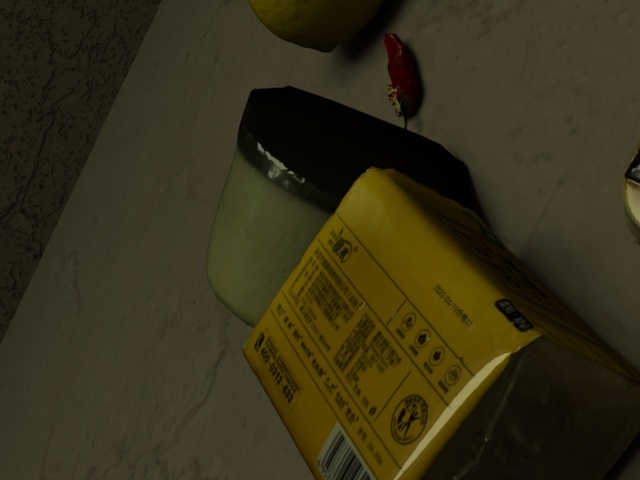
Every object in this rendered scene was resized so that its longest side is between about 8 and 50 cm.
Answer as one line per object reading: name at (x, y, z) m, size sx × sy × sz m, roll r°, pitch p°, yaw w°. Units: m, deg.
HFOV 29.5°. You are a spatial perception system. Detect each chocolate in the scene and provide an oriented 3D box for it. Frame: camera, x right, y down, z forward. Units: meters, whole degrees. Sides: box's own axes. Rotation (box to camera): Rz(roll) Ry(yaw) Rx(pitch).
chocolate at (0.000, 0.000, 1.584) m, size 0.326 × 0.314 × 0.297 m, roll -87°, pitch 21°, yaw -59°

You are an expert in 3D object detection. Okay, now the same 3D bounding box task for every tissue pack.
tissue pack at (0.116, 0.143, 1.269) m, size 0.293 × 0.228 × 0.382 m, roll -57°, pitch 34°, yaw 12°

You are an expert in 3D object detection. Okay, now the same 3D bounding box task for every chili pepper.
chili pepper at (0.125, -0.253, 1.887) m, size 0.050 × 0.059 × 0.268 m, roll -14°, pitch 39°, yaw 10°

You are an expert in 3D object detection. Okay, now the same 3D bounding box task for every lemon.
lemon at (-0.007, -0.474, 2.089) m, size 0.293 × 0.293 × 0.293 m, roll -45°, pitch 31°, yaw 36°

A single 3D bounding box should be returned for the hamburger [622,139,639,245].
hamburger at (0.374, -0.072, 1.148) m, size 0.173 × 0.116 × 0.210 m, roll 18°, pitch 78°, yaw 57°
